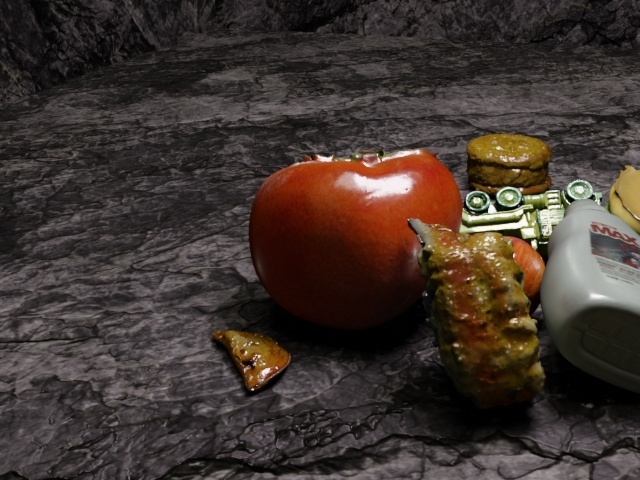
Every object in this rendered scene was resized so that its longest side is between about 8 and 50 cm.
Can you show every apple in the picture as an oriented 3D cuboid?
[{"bbox_3d":[0.277,0.066,1.483,0.146,0.147,0.146,-2,23,1],"label":"apple"}]

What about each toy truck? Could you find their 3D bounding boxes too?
[{"bbox_3d":[0.374,-0.014,1.716,0.259,0.128,0.135,-9,57,3],"label":"toy truck"}]

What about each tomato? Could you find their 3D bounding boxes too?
[{"bbox_3d":[0.058,-0.005,1.520,0.341,0.273,0.341,-3,6,0],"label":"tomato"}]

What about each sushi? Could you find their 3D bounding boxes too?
[{"bbox_3d":[0.210,0.088,1.291,0.139,0.274,0.184,-11,-6,1],"label":"sushi"}]

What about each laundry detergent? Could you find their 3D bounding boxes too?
[{"bbox_3d":[0.437,0.060,1.415,0.263,0.125,0.398,22,27,-7],"label":"laundry detergent"}]

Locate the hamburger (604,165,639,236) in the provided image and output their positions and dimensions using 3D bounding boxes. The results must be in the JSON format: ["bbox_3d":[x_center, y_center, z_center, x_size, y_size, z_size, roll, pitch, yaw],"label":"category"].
[{"bbox_3d":[0.569,-0.009,1.615,0.237,0.149,0.237,9,38,-7],"label":"hamburger"}]

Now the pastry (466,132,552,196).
[{"bbox_3d":[0.408,-0.162,2.066,0.188,0.103,0.189,-1,23,0],"label":"pastry"}]

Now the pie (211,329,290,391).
[{"bbox_3d":[-0.097,0.163,1.423,0.088,0.033,0.191,-7,23,-22],"label":"pie"}]
